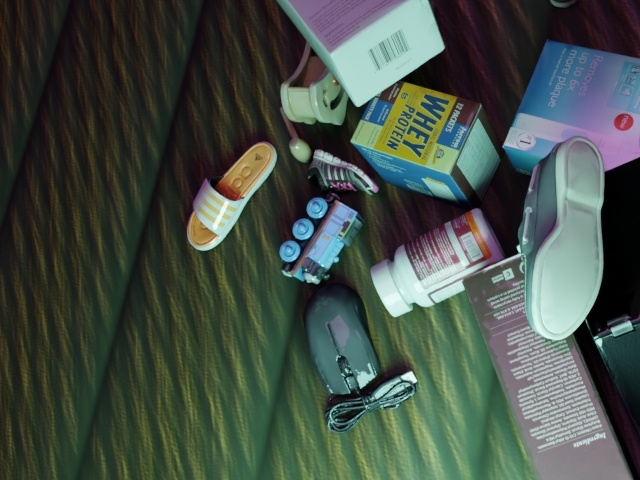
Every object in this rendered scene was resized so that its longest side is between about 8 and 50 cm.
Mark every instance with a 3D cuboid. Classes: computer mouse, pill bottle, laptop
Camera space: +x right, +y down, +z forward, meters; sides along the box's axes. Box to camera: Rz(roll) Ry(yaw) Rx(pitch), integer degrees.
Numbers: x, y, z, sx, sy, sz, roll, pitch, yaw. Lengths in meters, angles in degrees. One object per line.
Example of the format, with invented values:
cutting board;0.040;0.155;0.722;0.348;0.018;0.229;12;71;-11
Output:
computer mouse;0.045;0.192;1.592;0.188;0.072;0.272;-29;63;13
pill bottle;0.207;0.043;1.545;0.221;0.121;0.121;-27;64;13
laptop;0.599;0.075;1.342;0.381;0.236;0.408;-24;54;14

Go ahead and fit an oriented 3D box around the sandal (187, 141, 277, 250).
sandal;-0.198;-0.105;1.799;0.102;0.076;0.265;36;89;29

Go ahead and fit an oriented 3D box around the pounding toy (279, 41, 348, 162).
pounding toy;-0.038;-0.305;1.754;0.154;0.154;0.270;5;74;25

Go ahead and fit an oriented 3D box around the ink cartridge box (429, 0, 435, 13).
ink cartridge box;0.104;-0.471;1.746;0.217;0.158;0.092;5;71;25

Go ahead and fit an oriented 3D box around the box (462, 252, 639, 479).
box;0.364;0.226;1.376;0.143;0.191;0.381;-25;63;14

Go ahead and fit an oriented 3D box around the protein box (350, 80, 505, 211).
protein box;0.197;-0.169;1.577;0.199;0.201;0.136;22;82;28

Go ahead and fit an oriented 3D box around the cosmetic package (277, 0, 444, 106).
cosmetic package;0.037;-0.441;1.565;0.197;0.155;0.366;-33;54;3

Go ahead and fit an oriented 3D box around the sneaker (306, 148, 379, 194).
sneaker;0.038;-0.115;1.709;0.170;0.063;0.075;29;85;34

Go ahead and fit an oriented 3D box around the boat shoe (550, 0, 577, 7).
boat shoe;0.480;-0.559;1.663;0.081;0.068;0.228;8;76;26

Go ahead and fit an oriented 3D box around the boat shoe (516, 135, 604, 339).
boat shoe;0.354;0.000;1.323;0.099;0.116;0.320;-23;50;61

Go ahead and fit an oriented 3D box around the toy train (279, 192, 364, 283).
toy train;0.000;0.000;1.677;0.105;0.080;0.184;31;86;23

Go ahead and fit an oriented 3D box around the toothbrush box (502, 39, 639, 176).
toothbrush box;0.496;-0.194;1.499;0.295;0.126;0.216;21;83;27
